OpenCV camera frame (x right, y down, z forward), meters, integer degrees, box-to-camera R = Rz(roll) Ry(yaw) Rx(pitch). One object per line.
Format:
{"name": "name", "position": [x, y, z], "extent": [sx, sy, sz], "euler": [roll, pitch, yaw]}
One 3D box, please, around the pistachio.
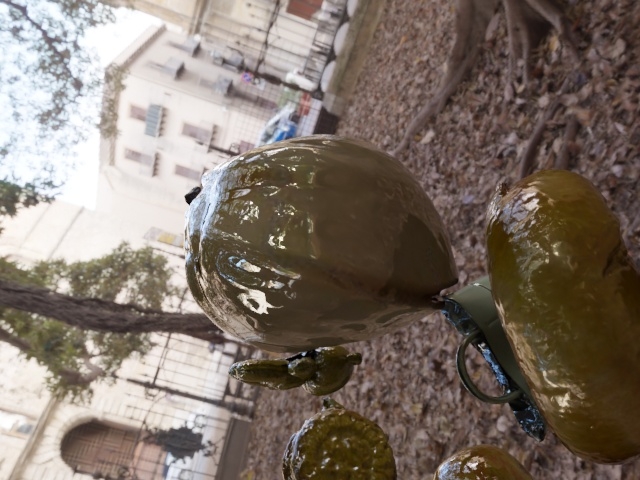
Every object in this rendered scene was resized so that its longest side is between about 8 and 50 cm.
{"name": "pistachio", "position": [0.000, 0.000, 0.698], "extent": [0.281, 0.366, 0.445], "euler": [-69, -19, 7]}

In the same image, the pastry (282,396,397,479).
{"name": "pastry", "position": [0.049, 0.468, 1.095], "extent": [0.235, 0.240, 0.132], "euler": [-45, -13, -32]}

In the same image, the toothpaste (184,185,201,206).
{"name": "toothpaste", "position": [-0.260, -0.094, 1.067], "extent": [0.083, 0.019, 0.027], "euler": [-82, -24, -65]}

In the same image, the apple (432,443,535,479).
{"name": "apple", "position": [0.385, 0.612, 1.246], "extent": [0.264, 0.265, 0.264], "euler": [-163, 90, -81]}

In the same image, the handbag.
{"name": "handbag", "position": [0.296, 0.165, 0.814], "extent": [0.316, 0.241, 0.109], "euler": [-22, -18, -38]}

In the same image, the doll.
{"name": "doll", "position": [-0.044, 0.203, 0.864], "extent": [0.137, 0.210, 0.097], "euler": [-47, 42, 49]}

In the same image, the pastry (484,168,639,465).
{"name": "pastry", "position": [0.307, 0.078, 0.626], "extent": [0.164, 0.356, 0.355], "euler": [-19, 38, 23]}
